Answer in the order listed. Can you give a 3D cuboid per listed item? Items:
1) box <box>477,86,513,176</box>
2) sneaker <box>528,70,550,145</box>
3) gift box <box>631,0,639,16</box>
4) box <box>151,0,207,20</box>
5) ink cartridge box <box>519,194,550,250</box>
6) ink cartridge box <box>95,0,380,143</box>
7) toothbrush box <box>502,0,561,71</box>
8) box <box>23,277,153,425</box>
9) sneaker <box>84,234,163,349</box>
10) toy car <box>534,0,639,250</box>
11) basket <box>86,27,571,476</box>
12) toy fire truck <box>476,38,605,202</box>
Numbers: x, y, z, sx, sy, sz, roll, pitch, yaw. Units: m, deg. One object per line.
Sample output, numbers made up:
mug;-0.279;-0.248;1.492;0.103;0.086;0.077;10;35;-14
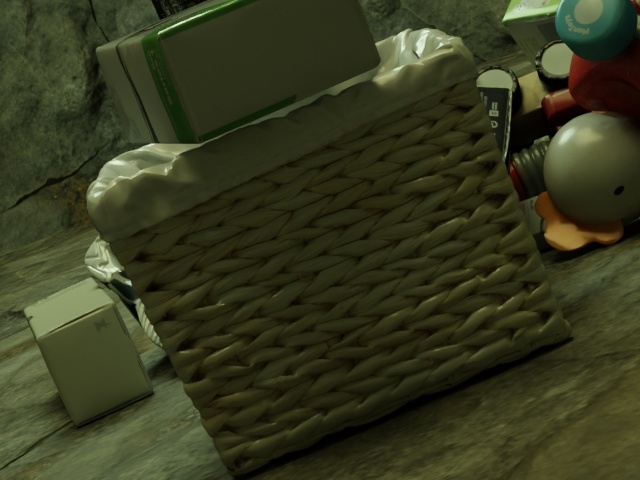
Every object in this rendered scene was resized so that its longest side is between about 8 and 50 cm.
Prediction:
box;0.084;-0.068;1.854;0.207;0.153;0.108;4;51;7
sneaker;0.193;-0.138;2.483;0.272;0.108;0.100;-24;10;4
gift box;0.445;-0.292;1.973;0.276;0.255;0.258;-35;34;56
box;-0.064;-0.210;1.693;0.077;0.147;0.180;-29;9;-34
ink cartridge box;0.222;-0.019;1.860;0.083;0.028;0.048;-20;47;22
ink cartridge box;-0.072;-0.145;1.479;0.160;0.092;0.219;-25;11;-17
toothbrush box;0.351;-0.294;2.185;0.122;0.206;0.283;-6;47;40
box;-0.261;0.119;2.072;0.094;0.113;0.275;-25;7;-9
sneaker;-0.150;0.082;2.082;0.235;0.153;0.094;30;83;39
toy car;0.301;-0.085;1.775;0.210;0.238;0.219;26;-4;35
basket;0.000;0.000;1.600;0.331;0.266;0.328;-22;8;-1
toy fire truck;0.231;-0.079;2.019;0.217;0.246;0.158;-21;-33;3
